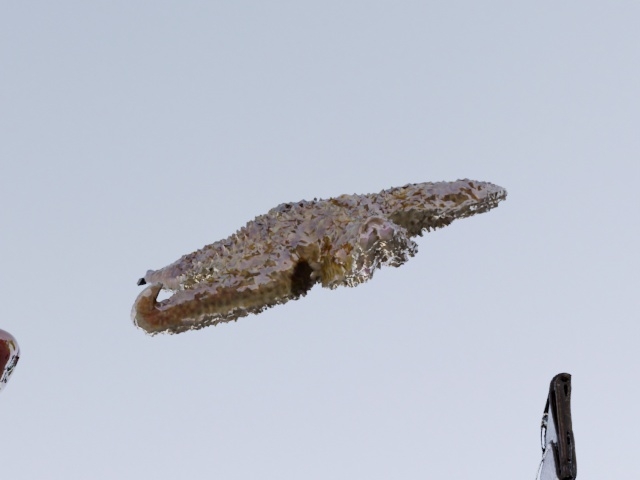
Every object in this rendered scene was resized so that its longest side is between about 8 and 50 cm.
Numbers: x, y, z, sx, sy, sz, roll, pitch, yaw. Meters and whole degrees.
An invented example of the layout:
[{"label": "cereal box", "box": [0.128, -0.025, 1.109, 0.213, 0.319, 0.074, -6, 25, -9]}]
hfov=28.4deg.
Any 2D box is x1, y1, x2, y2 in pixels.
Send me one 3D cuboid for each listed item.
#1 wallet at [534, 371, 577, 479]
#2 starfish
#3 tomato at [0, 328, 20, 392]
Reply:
[{"label": "wallet", "box": [0.288, 0.257, 1.563, 0.039, 0.133, 0.243, -1, -21, 7]}, {"label": "starfish", "box": [0.000, -0.001, 0.639, 0.240, 0.227, 0.043, -15, -81, -32]}, {"label": "tomato", "box": [-0.376, 0.133, 1.402, 0.075, 0.087, 0.087, 20, -65, 0]}]
